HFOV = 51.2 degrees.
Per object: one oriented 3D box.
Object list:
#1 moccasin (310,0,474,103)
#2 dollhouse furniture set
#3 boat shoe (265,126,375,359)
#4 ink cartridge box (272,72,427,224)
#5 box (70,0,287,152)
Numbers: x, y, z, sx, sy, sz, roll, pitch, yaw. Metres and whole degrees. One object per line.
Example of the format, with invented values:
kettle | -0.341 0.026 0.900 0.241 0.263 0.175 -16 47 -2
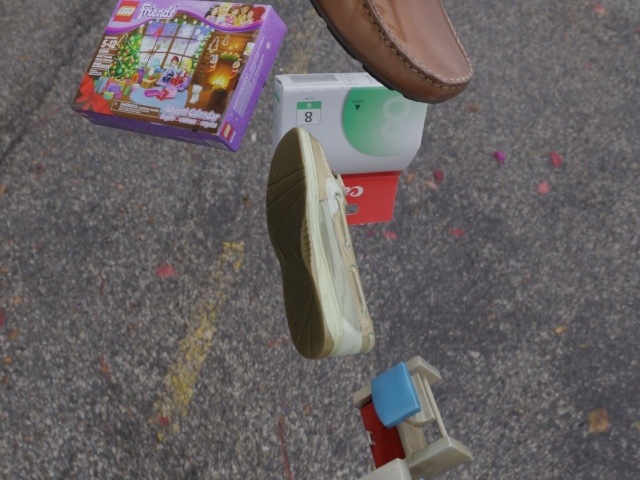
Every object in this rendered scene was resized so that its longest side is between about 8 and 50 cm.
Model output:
moccasin | 0.051 -0.309 0.613 0.139 0.147 0.380 -15 84 -44
dollhouse furniture set | 0.032 0.179 0.489 0.129 0.129 0.184 -35 42 19
boat shoe | 0.001 0.000 0.437 0.048 0.056 0.153 1 68 -33
ink cartridge box | 0.030 -0.099 0.844 0.180 0.225 0.056 -6 34 -14
box | -0.213 -0.251 0.978 0.293 0.057 0.201 14 77 29
